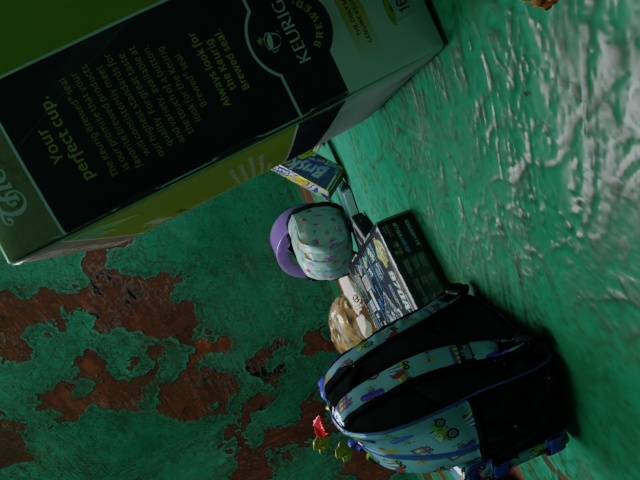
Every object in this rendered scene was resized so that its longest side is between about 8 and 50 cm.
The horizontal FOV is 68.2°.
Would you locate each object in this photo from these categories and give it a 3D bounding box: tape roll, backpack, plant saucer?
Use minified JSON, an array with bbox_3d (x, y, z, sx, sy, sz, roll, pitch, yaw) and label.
[{"bbox_3d":[-0.033,0.001,1.253,0.080,0.189,0.189,-118,6,-50],"label":"tape roll"},{"bbox_3d":[0.097,0.133,0.412,0.158,0.173,0.117,-129,17,-73],"label":"backpack"},{"bbox_3d":[0.000,0.000,0.991,0.182,0.152,0.115,-105,0,-50],"label":"backpack"},{"bbox_3d":[0.072,-0.027,0.945,0.067,0.018,0.192,-120,7,-62],"label":"plant saucer"}]

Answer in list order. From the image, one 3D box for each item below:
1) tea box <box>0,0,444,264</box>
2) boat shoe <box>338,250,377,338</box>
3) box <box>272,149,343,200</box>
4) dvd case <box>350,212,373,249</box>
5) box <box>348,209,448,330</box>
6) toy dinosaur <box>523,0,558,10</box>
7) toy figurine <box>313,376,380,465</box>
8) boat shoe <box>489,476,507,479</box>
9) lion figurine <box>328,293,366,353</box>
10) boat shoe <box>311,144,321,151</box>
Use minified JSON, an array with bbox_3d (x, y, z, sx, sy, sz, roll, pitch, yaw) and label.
[{"bbox_3d":[-0.139,-0.202,0.388,0.329,0.324,0.220,64,174,-5],"label":"tea box"},{"bbox_3d":[0.098,0.119,1.046,0.073,0.073,0.207,-8,-102,-53],"label":"boat shoe"},{"bbox_3d":[-0.042,-0.144,0.889,0.169,0.059,0.054,30,169,8],"label":"box"},{"bbox_3d":[0.123,0.084,0.815,0.238,0.030,0.179,-119,7,-49],"label":"dvd case"},{"bbox_3d":[0.115,0.095,0.604,0.175,0.051,0.220,109,138,-67],"label":"box"},{"bbox_3d":[-0.020,-0.227,0.177,0.322,0.164,0.218,24,177,-4],"label":"toy dinosaur"},{"bbox_3d":[0.105,0.419,1.209,0.362,0.191,0.217,39,-164,-40],"label":"toy figurine"},{"bbox_3d":[0.237,0.343,0.651,0.152,0.049,0.056,65,-162,-59],"label":"boat shoe"},{"bbox_3d":[0.096,0.259,1.261,0.240,0.142,0.392,52,167,5],"label":"lion figurine"},{"bbox_3d":[-0.059,-0.247,0.862,0.285,0.092,0.102,77,169,-69],"label":"boat shoe"}]
